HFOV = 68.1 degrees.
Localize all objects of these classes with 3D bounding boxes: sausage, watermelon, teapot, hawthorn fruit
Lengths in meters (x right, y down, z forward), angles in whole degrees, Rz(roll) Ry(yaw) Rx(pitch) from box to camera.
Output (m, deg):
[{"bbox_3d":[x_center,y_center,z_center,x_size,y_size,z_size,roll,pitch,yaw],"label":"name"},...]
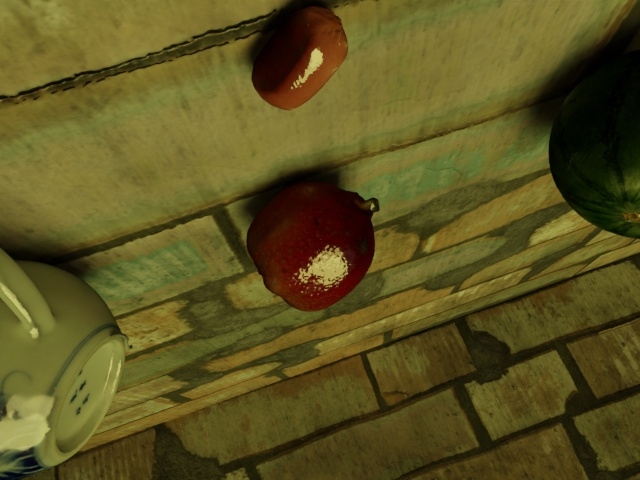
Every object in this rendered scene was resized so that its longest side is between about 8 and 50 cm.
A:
[{"bbox_3d":[-0.017,-0.154,0.407,0.094,0.059,0.054,-40,168,32],"label":"sausage"},{"bbox_3d":[0.421,-0.122,0.603,0.243,0.242,0.242,-17,157,-8],"label":"watermelon"},{"bbox_3d":[-0.394,0.137,0.553,0.280,0.252,0.423,18,130,2],"label":"teapot"},{"bbox_3d":[0.000,0.000,0.636,0.188,0.168,0.169,-30,155,12],"label":"hawthorn fruit"}]
